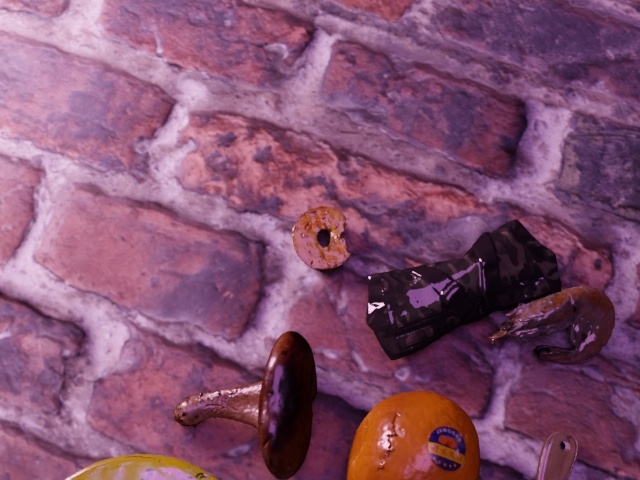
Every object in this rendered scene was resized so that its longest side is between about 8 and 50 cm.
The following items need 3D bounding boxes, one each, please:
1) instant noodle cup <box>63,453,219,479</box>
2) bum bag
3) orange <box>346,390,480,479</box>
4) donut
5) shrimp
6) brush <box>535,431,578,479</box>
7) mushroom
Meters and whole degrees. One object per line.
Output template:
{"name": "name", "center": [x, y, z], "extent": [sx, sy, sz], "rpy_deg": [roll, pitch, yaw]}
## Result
{"name": "instant noodle cup", "center": [-0.244, 0.488, 1.513], "extent": [0.325, 0.254, 0.326], "rpy_deg": [4, 54, -6]}
{"name": "bum bag", "center": [0.231, 0.074, 1.815], "extent": [0.340, 0.095, 0.144], "rpy_deg": [-20, 89, -10]}
{"name": "orange", "center": [0.138, 0.329, 1.650], "extent": [0.193, 0.219, 0.219], "rpy_deg": [27, 68, -24]}
{"name": "donut", "center": [0.000, 0.000, 1.851], "extent": [0.097, 0.043, 0.108], "rpy_deg": [2, 71, -4]}
{"name": "shrimp", "center": [0.378, 0.149, 1.812], "extent": [0.223, 0.047, 0.126], "rpy_deg": [-15, 96, -12]}
{"name": "brush", "center": [0.329, 0.442, 1.704], "extent": [0.070, 0.065, 0.327], "rpy_deg": [21, 69, 6]}
{"name": "mushroom", "center": [-0.121, 0.243, 1.722], "extent": [0.217, 0.148, 0.227], "rpy_deg": [3, 63, 14]}
